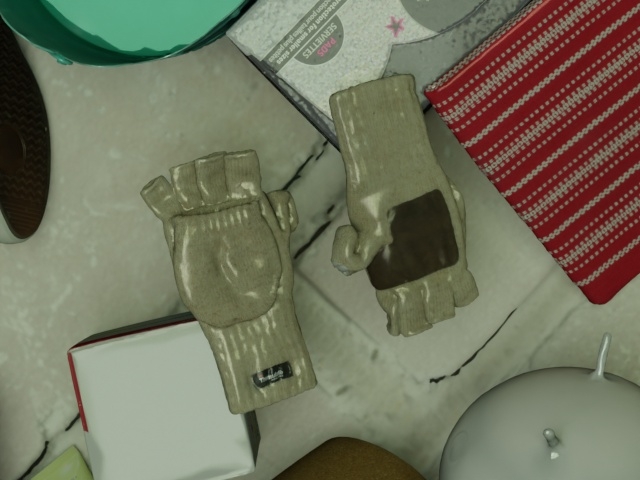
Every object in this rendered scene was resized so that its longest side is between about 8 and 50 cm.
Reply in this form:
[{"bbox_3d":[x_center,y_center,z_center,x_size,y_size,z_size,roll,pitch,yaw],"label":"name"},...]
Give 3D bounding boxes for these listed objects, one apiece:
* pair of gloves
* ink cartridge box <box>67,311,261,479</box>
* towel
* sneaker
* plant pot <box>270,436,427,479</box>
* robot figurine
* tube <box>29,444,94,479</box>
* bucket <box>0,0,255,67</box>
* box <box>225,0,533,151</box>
[{"bbox_3d":[0.000,0.000,1.417,0.240,0.042,0.204,-26,104,-14],"label":"pair of gloves"},{"bbox_3d":[-0.123,0.129,1.499,0.127,0.176,0.128,-13,92,-1],"label":"ink cartridge box"},{"bbox_3d":[0.230,-0.090,1.487,0.199,0.031,0.275,-40,122,3],"label":"towel"},{"bbox_3d":[-0.315,-0.132,1.548,0.123,0.106,0.290,-13,95,28],"label":"sneaker"},{"bbox_3d":[-0.010,0.292,1.473,0.237,0.237,0.254,36,60,0],"label":"plant pot"},{"bbox_3d":[0.191,0.243,1.437,0.200,0.300,0.353,8,127,12],"label":"robot figurine"},{"bbox_3d":[-0.173,0.296,1.563,0.062,0.070,0.240,-39,88,27],"label":"tube"},{"bbox_3d":[-0.152,-0.271,1.482,0.281,0.183,0.281,0,91,1],"label":"bucket"},{"bbox_3d":[0.064,-0.198,1.498,0.163,0.142,0.247,45,92,-1],"label":"box"}]
